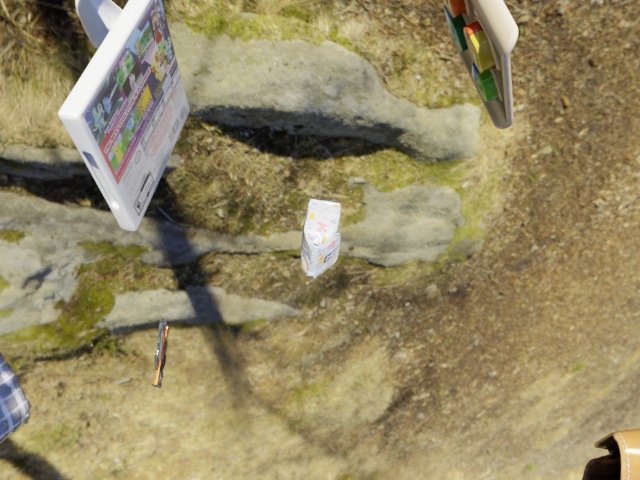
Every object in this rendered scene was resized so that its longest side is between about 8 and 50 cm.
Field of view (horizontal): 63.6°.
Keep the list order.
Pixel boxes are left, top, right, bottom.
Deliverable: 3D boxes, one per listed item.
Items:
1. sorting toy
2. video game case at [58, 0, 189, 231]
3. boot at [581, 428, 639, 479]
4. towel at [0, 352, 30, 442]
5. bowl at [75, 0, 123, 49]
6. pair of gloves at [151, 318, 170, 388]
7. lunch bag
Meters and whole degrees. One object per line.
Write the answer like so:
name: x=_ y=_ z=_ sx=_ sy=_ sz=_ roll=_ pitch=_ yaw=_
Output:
sorting toy: x=0.194 y=-0.261 z=0.658 sx=0.038 sy=0.193 sz=0.208 roll=-22 pitch=160 yaw=11
video game case: x=-0.201 y=-0.141 z=0.567 sx=0.023 sy=0.201 sz=0.183 roll=10 pitch=148 yaw=4
boot: x=0.336 y=0.152 z=0.393 sx=0.220 sy=0.109 sz=0.283 roll=5 pitch=125 yaw=7
towel: x=-0.458 y=0.135 z=0.493 sx=0.121 sy=0.235 sz=0.284 roll=-25 pitch=101 yaw=27
bowl: x=-0.410 y=-0.409 z=1.004 sx=0.053 sy=0.142 sz=0.142 roll=-30 pitch=168 yaw=12
pair of gloves: x=-0.185 y=0.131 z=0.595 sx=0.010 sy=0.074 sz=0.083 roll=7 pitch=161 yaw=-12
lunch bag: x=0.000 y=0.000 z=0.682 sx=0.053 sy=0.083 sz=0.071 roll=11 pitch=139 yaw=2
